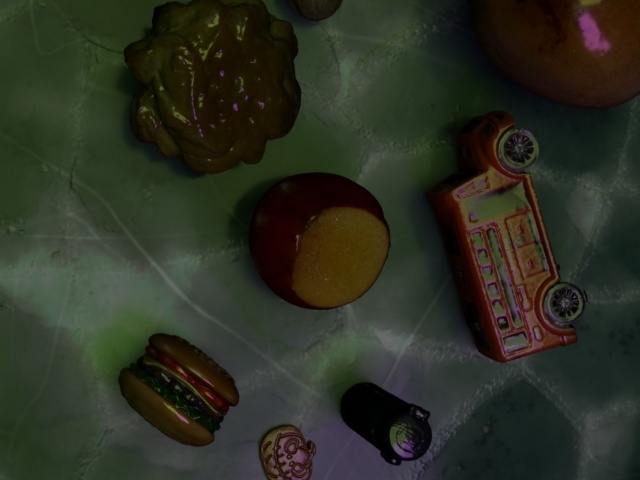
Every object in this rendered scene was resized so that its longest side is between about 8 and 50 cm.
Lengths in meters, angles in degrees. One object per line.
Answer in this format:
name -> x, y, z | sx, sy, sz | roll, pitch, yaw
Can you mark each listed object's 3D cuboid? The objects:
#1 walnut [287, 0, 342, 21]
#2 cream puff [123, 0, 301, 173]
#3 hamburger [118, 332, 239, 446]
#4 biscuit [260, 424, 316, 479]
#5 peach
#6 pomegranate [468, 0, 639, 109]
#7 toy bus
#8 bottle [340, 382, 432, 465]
walnut -> -0.008, -0.340, 1.743 | 0.092, 0.092, 0.092 | 0, 91, -12
cream puff -> -0.138, -0.209, 1.662 | 0.196, 0.244, 0.244 | 4, 91, 24
hamburger -> -0.183, 0.195, 1.686 | 0.162, 0.162, 0.115 | 40, 82, -10
biscuit -> -0.042, 0.300, 1.788 | 0.078, 0.015, 0.091 | -21, 96, -10
peach -> 0.000, 0.000, 1.701 | 0.190, 0.192, 0.190 | 0, 99, -2
pomegranate -> 0.350, -0.318, 1.729 | 0.319, 0.319, 0.319 | 0, 91, -12
toy bus -> 0.243, -0.007, 1.776 | 0.153, 0.143, 0.329 | -18, 97, -8
bottle -> 0.084, 0.239, 1.695 | 0.072, 0.244, 0.082 | 30, 84, -10
